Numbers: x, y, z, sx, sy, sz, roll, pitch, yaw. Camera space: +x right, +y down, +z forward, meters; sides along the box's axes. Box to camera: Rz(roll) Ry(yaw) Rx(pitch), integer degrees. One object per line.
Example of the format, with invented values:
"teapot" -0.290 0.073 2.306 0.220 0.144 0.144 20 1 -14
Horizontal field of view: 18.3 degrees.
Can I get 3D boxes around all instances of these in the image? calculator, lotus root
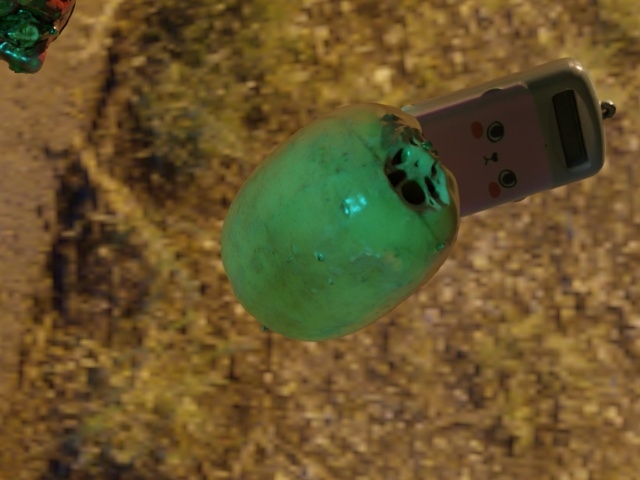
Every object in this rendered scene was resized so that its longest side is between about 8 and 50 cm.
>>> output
"calculator" 0.181 -0.100 2.010 0.246 0.045 0.141 -17 125 -1
"lotus root" 0.000 0.000 1.710 0.151 0.343 0.169 -33 86 -35

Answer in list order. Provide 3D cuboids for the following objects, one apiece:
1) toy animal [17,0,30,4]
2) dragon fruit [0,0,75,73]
"toy animal" -0.152 -0.268 1.431 0.114 0.116 0.255 21 107 -42
"dragon fruit" -0.314 -0.258 1.645 0.198 0.200 0.269 -43 118 8
